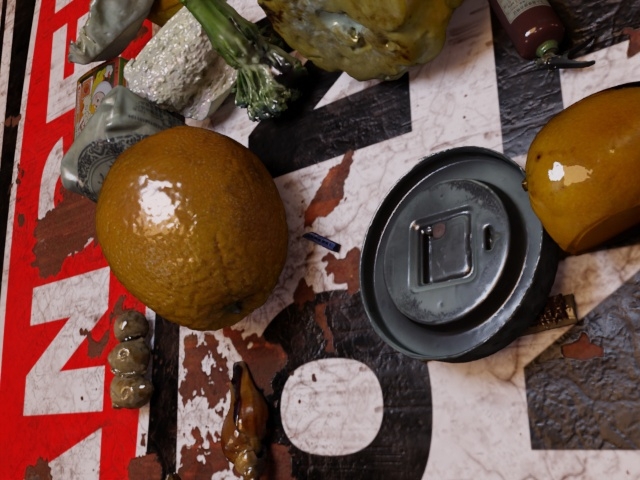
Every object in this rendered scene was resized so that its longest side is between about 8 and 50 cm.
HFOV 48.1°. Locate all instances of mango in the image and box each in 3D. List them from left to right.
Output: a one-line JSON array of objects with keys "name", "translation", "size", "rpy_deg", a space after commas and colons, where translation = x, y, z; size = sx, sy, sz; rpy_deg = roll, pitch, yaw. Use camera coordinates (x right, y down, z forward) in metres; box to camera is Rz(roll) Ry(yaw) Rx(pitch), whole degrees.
[{"name": "mango", "translation": [0.355, -0.103, 0.849], "size": [0.235, 0.136, 0.167], "rpy_deg": [-23, 67, 6]}]

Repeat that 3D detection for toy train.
[{"name": "toy train", "translation": [0.000, 0.000, 1.238], "size": [0.083, 0.017, 0.017], "rpy_deg": [25, 94, 42]}]

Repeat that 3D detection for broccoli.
[{"name": "broccoli", "translation": [-0.156, -0.355, 1.280], "size": [0.145, 0.304, 0.165], "rpy_deg": [-40, 37, 4]}]

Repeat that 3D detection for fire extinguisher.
[{"name": "fire extinguisher", "translation": [0.304, -0.323, 1.012], "size": [0.099, 0.071, 0.231], "rpy_deg": [-24, 62, 5]}]

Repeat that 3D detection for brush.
[{"name": "brush", "translation": [0.231, 0.122, 0.990], "size": [0.247, 0.036, 0.043], "rpy_deg": [-22, 56, 38]}]

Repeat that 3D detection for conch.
[{"name": "conch", "translation": [-0.135, 0.317, 1.242], "size": [0.086, 0.080, 0.233], "rpy_deg": [-18, 67, 29]}]

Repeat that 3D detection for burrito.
[{"name": "burrito", "translation": [-0.437, -0.522, 1.551], "size": [0.332, 0.135, 0.190], "rpy_deg": [-63, 26, 11]}]

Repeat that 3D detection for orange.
[{"name": "orange", "translation": [-0.219, -0.020, 1.250], "size": [0.322, 0.322, 0.357], "rpy_deg": [-40, 67, 28]}]

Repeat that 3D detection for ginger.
[{"name": "ginger", "translation": [-0.393, 0.248, 1.494], "size": [0.104, 0.080, 0.204], "rpy_deg": [-15, 72, 24]}]

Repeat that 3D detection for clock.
[{"name": "clock", "translation": [0.186, 0.019, 1.009], "size": [0.312, 0.061, 0.313], "rpy_deg": [-22, 58, 39]}]

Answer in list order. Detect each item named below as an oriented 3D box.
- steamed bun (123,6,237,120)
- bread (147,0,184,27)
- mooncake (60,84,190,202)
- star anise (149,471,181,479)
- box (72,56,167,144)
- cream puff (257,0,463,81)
[{"name": "steamed bun", "translation": [-0.242, -0.352, 1.425], "size": [0.225, 0.200, 0.170], "rpy_deg": [-46, 66, 24]}, {"name": "bread", "translation": [-0.304, -0.552, 1.597], "size": [0.245, 0.094, 0.102], "rpy_deg": [-9, 70, 42]}, {"name": "mooncake", "translation": [-0.367, -0.155, 1.437], "size": [0.250, 0.254, 0.136], "rpy_deg": [-42, 37, 38]}, {"name": "star anise", "translation": [-0.282, 0.567, 1.312], "size": [0.288, 0.088, 0.289], "rpy_deg": [-8, 81, 53]}, {"name": "box", "translation": [-0.459, -0.283, 1.632], "size": [0.177, 0.148, 0.195], "rpy_deg": [-12, 72, 38]}, {"name": "cream puff", "translation": [0.074, -0.416, 1.108], "size": [0.257, 0.291, 0.324], "rpy_deg": [-61, 18, -14]}]
